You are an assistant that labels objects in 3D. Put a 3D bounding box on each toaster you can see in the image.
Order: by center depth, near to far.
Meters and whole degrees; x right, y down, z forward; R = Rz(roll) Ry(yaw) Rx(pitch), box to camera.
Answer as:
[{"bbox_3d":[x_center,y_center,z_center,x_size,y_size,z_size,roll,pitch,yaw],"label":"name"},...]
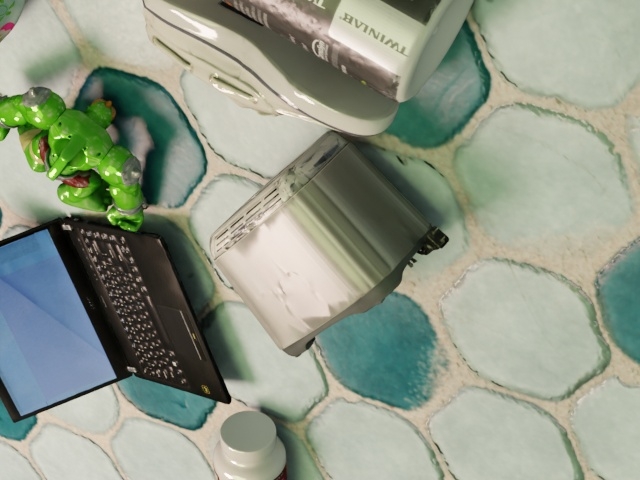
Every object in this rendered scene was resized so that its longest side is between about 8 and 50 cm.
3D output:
[{"bbox_3d":[0.000,0.000,1.320,0.146,0.129,0.227,48,139,-5],"label":"toaster"}]

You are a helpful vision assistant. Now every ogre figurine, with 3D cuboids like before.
[{"bbox_3d":[-0.254,-0.090,1.450,0.197,0.097,0.118,55,149,0],"label":"ogre figurine"}]

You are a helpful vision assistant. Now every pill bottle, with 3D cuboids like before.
[{"bbox_3d":[-0.006,-0.223,1.129,0.245,0.130,0.130,31,137,10],"label":"pill bottle"},{"bbox_3d":[-0.081,0.273,1.642,0.086,0.086,0.152,19,134,22],"label":"pill bottle"}]

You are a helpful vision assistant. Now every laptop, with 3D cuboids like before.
[{"bbox_3d":[-0.267,0.106,1.591,0.264,0.136,0.234,11,132,41],"label":"laptop"}]

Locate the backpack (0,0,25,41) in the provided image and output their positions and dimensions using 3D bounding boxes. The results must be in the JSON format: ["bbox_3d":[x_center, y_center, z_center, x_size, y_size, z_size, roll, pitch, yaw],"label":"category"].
[{"bbox_3d":[-0.421,-0.266,1.360,0.225,0.191,0.253,-26,112,43],"label":"backpack"}]

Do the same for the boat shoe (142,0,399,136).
[{"bbox_3d":[-0.050,-0.155,1.249,0.267,0.096,0.088,28,141,15],"label":"boat shoe"}]
